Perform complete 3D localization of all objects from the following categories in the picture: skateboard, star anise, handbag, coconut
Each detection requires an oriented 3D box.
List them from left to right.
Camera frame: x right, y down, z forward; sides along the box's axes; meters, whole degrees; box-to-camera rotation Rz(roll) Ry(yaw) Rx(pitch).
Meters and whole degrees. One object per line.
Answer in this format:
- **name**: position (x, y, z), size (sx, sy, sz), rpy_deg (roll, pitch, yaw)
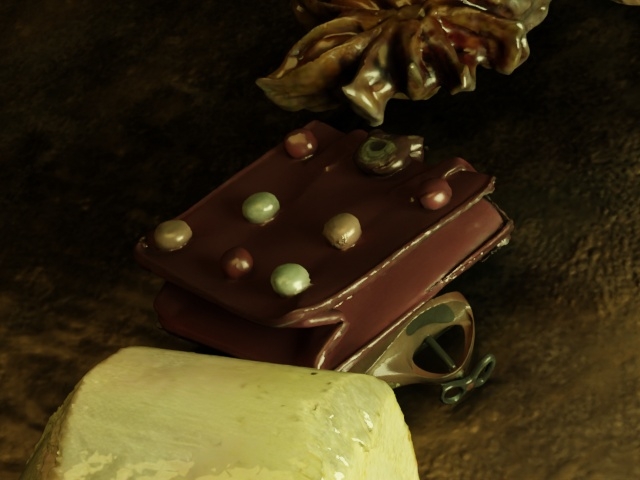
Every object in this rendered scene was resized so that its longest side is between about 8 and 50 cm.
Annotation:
- **coconut**: position (-0.076, 0.180, 1.085), size (0.244, 0.239, 0.239), rpy_deg (1, 54, 20)
- **handbag**: position (-0.001, -0.002, 1.254), size (0.216, 0.074, 0.203), rpy_deg (-38, 37, -26)
- **skateboard**: position (0.050, 0.093, 1.222), size (0.151, 0.067, 0.080), rpy_deg (-35, 58, -12)
- **star anise**: position (0.069, -0.163, 1.390), size (0.220, 0.099, 0.214), rpy_deg (4, 42, 30)

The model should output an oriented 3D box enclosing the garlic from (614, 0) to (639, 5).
- **garlic**: position (0.215, -0.258, 1.378), size (0.090, 0.128, 0.198), rpy_deg (-43, 55, -4)
